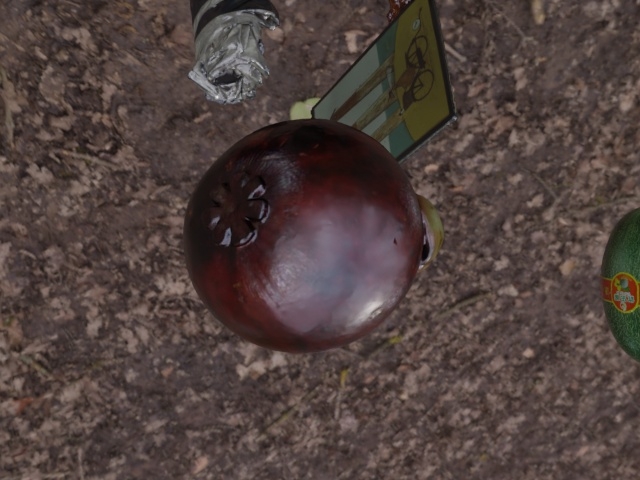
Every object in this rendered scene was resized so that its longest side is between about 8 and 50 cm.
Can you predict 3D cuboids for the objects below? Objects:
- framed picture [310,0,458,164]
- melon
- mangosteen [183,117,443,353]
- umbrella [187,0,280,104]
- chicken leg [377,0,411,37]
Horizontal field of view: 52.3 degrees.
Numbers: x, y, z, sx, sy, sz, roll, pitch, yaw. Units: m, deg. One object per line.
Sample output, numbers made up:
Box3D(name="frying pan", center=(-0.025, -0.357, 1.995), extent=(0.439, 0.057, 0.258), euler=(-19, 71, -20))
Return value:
Box3D(name="framed picture", center=(0.078, -0.194, 0.990), extent=(0.013, 0.244, 0.324), euler=(14, 148, -30))
Box3D(name="melon", center=(0.550, 0.085, 1.049), extent=(0.182, 0.182, 0.287), euler=(-5, 89, -32))
Box3D(name="mangosteen", center=(0.000, 0.000, 0.488), extent=(0.200, 0.200, 0.199), euler=(-16, 123, -27))
Box3D(name="umbrella", center=(-0.125, -0.350, 0.862), extent=(0.113, 0.357, 0.106), euler=(-26, 154, 38))
Box3D(name="chicken leg", center=(0.127, -0.355, 1.018), extent=(0.090, 0.048, 0.219), euler=(-10, 150, 6))
